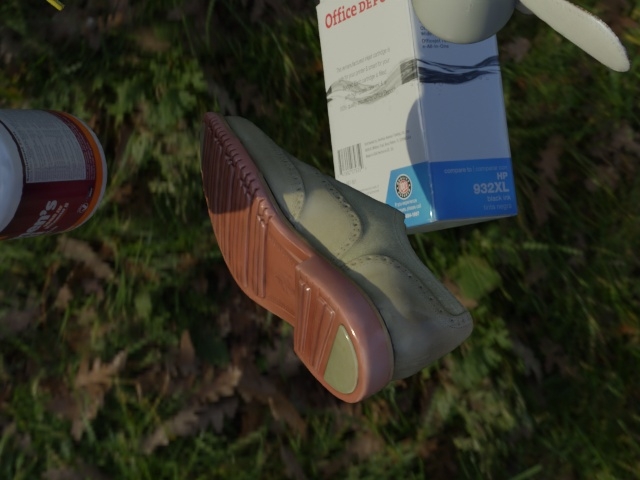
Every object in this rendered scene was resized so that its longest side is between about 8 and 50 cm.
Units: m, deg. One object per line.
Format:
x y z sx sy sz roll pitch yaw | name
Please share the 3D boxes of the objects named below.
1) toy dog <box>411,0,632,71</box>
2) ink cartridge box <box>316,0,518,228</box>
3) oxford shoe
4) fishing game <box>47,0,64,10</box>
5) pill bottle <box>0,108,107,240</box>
0.168 -0.213 0.843 0.161 0.333 0.220 8 92 -10 | toy dog
0.112 -0.166 1.772 0.129 0.223 0.307 -5 87 -27 | ink cartridge box
0.000 0.000 1.433 0.146 0.397 0.140 -16 138 -24 | oxford shoe
-0.248 -0.353 1.504 0.189 0.041 0.264 34 60 -12 | fishing game
-0.299 -0.059 1.316 0.121 0.221 0.121 2 95 24 | pill bottle
